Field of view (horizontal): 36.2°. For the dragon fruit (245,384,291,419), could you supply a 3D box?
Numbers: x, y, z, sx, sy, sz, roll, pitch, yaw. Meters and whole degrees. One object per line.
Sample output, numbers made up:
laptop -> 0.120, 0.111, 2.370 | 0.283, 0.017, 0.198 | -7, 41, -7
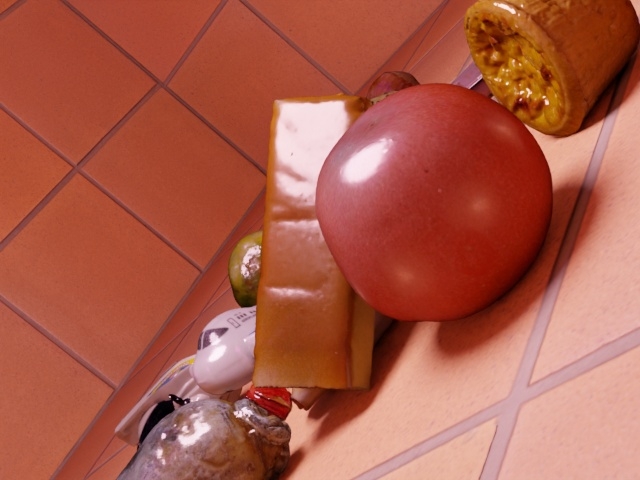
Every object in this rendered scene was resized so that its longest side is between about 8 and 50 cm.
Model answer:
dragon fruit -> -0.084, 0.225, 1.425 | 0.097, 0.063, 0.131 | -45, 10, 25

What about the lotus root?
lotus root -> -0.186, 0.329, 1.183 | 0.349, 0.175, 0.175 | -50, 8, -6

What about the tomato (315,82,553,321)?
tomato -> 0.116, -0.040, 1.026 | 0.255, 0.224, 0.256 | -35, 25, 19

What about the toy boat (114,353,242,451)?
toy boat -> -0.243, 0.301, 1.699 | 0.269, 0.141, 0.141 | -41, 12, 37

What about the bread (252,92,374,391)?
bread -> 0.000, 0.000, 1.184 | 0.138, 0.077, 0.362 | -5, 75, 32

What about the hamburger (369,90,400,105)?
hamburger -> 0.104, -0.188, 1.891 | 0.288, 0.192, 0.167 | -51, 18, -8

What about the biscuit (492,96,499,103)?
biscuit -> 0.342, -0.271, 1.498 | 0.250, 0.032, 0.133 | -49, 10, -4

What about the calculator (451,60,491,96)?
calculator -> 0.368, -0.372, 1.769 | 0.330, 0.048, 0.220 | -46, 8, 11

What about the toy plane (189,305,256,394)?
toy plane -> -0.105, 0.150, 1.551 | 0.266, 0.123, 0.267 | -33, 6, 4

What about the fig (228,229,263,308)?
fig -> -0.089, 0.070, 1.918 | 0.167, 0.167, 0.233 | -49, -28, 7

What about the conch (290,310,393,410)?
conch -> 0.022, 0.088, 1.260 | 0.255, 0.127, 0.158 | -52, 10, -14

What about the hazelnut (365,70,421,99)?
hazelnut -> 0.166, -0.301, 2.166 | 0.143, 0.143, 0.154 | -51, 48, -6

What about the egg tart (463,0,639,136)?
egg tart -> 0.290, -0.241, 1.183 | 0.147, 0.203, 0.202 | -37, 6, -10
